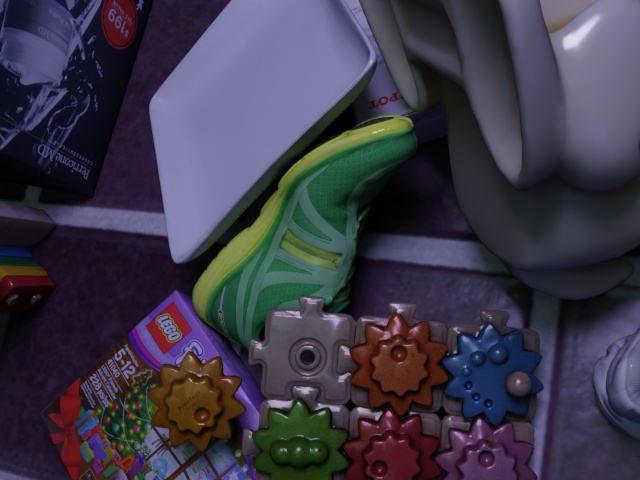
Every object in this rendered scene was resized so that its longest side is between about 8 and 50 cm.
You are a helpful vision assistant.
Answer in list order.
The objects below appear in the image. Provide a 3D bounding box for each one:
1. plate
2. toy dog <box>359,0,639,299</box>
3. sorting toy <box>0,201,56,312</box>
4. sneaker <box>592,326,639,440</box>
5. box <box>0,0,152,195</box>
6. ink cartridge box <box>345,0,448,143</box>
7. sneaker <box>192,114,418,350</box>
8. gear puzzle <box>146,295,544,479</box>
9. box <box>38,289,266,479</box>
[{"bbox_3d":[-0.066,-0.147,0.768,0.278,0.045,0.277,-43,43,23],"label":"plate"},{"bbox_3d":[0.281,-0.160,0.556,0.407,0.284,0.396,-27,109,-2],"label":"toy dog"},{"bbox_3d":[-0.414,0.076,0.798,0.257,0.255,0.089,-43,81,6],"label":"sorting toy"},{"bbox_3d":[0.339,0.048,0.583,0.292,0.118,0.110,-41,64,5],"label":"sneaker"},{"bbox_3d":[-0.363,-0.252,0.811,0.178,0.343,0.313,11,80,23],"label":"box"},{"bbox_3d":[0.094,-0.199,0.763,0.139,0.082,0.191,-16,72,17],"label":"ink cartridge box"},{"bbox_3d":[0.000,0.000,0.716,0.123,0.109,0.295,46,121,6],"label":"sneaker"},{"bbox_3d":[0.017,0.138,0.650,0.338,0.044,0.176,4,90,4],"label":"gear puzzle"},{"bbox_3d":[-0.128,0.223,0.745,0.201,0.057,0.293,-42,65,5],"label":"box"}]
